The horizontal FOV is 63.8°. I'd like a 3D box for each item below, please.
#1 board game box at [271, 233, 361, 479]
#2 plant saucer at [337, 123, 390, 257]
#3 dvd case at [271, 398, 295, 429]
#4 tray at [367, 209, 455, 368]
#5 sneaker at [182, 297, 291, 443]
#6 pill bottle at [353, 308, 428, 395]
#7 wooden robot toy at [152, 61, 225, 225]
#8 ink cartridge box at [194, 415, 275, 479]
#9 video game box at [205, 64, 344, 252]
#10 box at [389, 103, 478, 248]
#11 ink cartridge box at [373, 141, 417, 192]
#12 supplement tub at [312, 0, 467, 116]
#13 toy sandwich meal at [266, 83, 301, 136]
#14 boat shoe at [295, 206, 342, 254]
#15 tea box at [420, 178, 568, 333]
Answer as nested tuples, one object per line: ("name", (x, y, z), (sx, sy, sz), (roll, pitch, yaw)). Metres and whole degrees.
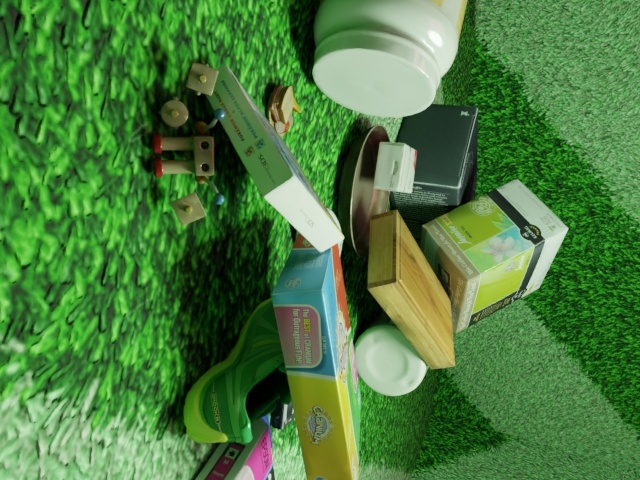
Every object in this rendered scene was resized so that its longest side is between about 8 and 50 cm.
("board game box", (0.006, 0.170, 0.756), (0.242, 0.064, 0.316), (-74, 156, -70))
("plant saucer", (0.104, -0.116, 1.206), (0.311, 0.050, 0.310), (10, 90, -69))
("dvd case", (-0.036, 0.226, 1.022), (0.179, 0.030, 0.238), (-14, 111, -67))
("tray", (0.233, 0.133, 1.259), (0.411, 0.076, 0.202), (50, 35, -41))
("sneaker", (-0.078, 0.191, 0.766), (0.295, 0.124, 0.109), (-53, 145, -52))
("pill bottle", (0.246, 0.291, 1.529), (0.361, 0.204, 0.204), (-26, 122, -64))
("wooden robot toy", (-0.147, -0.108, 0.578), (0.079, 0.076, 0.173), (-130, -138, -70))
("ink cartridge box", (-0.144, 0.409, 0.785), (0.371, 0.069, 0.175), (-53, 147, -54))
("video game box", (-0.055, -0.094, 0.658), (0.048, 0.187, 0.205), (-35, 154, 4))
("box", (0.362, -0.182, 1.614), (0.395, 0.212, 0.293), (65, 40, -57))
("ink cartridge box", (0.180, -0.171, 1.227), (0.150, 0.063, 0.109), (-7, 106, -68))
("supplement tub", (0.124, -0.405, 0.866), (0.241, 0.241, 0.331), (42, 60, -65))
("toy sandwich meal", (-0.055, -0.200, 0.789), (0.085, 0.029, 0.085), (9, 90, -69))
("boat shoe", (0.000, 0.000, 0.973), (0.226, 0.083, 0.075), (91, 8, -52))
("tea box", (0.479, 0.053, 1.501), (0.324, 0.220, 0.329), (-26, 146, -11))
